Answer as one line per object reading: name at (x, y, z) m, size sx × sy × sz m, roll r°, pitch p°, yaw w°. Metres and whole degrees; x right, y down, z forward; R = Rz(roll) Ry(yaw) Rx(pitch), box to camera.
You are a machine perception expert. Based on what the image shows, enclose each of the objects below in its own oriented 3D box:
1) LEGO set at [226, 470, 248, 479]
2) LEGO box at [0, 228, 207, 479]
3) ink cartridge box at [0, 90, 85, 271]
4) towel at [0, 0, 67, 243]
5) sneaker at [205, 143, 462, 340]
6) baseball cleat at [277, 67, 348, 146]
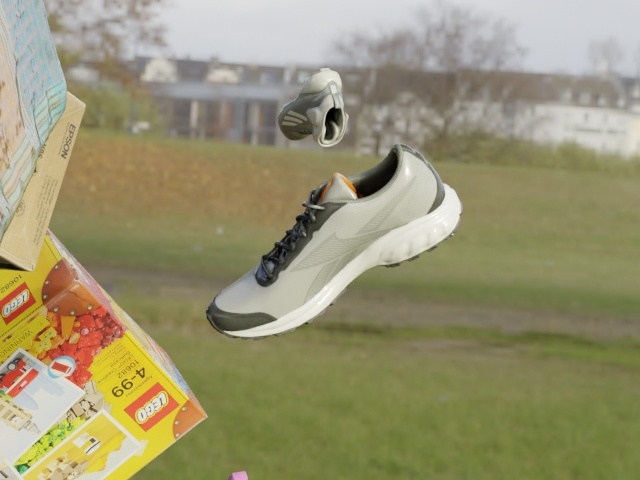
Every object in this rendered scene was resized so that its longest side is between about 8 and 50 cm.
LEGO set at (-0.164, 0.391, 1.955) m, size 0.087 × 0.093 × 0.227 m, roll -2°, pitch -33°, yaw -35°
LEGO box at (-0.484, 0.266, 2.276) m, size 0.372 × 0.500 × 0.193 m, roll 53°, pitch -3°, yaw -42°
ink cartridge box at (-0.419, -0.084, 1.937) m, size 0.193 × 0.235 × 0.088 m, roll 3°, pitch -21°, yaw 35°
towel at (-0.285, -0.175, 1.369) m, size 0.040 × 0.271 × 0.370 m, roll -6°, pitch 25°, yaw 2°
sneaker at (0.000, 0.000, 1.509) m, size 0.271 × 0.108 × 0.100 m, roll -33°, pitch 28°, yaw 4°
baseball cleat at (-0.014, -0.179, 2.368) m, size 0.072 × 0.109 × 0.206 m, roll -7°, pitch -20°, yaw -17°
